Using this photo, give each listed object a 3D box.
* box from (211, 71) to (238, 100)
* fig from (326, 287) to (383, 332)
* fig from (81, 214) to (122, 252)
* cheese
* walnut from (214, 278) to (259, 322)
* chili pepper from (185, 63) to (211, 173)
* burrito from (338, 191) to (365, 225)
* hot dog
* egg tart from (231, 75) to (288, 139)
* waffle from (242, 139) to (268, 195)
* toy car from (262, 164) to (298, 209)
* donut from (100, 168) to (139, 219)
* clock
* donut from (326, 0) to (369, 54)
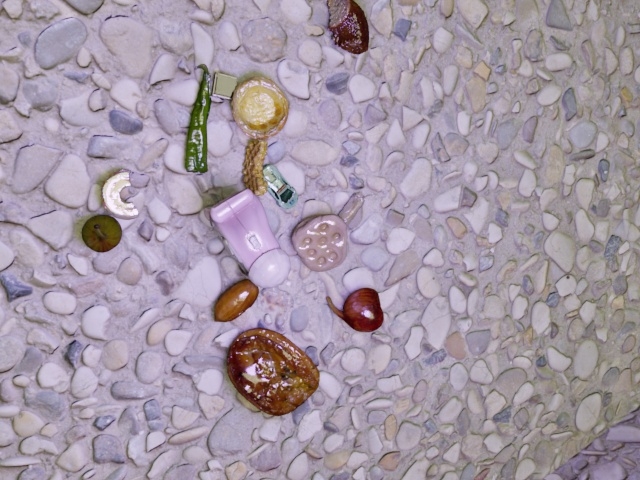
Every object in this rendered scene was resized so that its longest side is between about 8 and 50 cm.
[{"bbox_3d":[-0.329,-0.522,1.803,0.079,0.035,0.084,7,96,-22],"label":"box"},{"bbox_3d":[0.141,0.282,2.070,0.207,0.175,0.175,-14,105,-3],"label":"fig"},{"bbox_3d":[-0.682,-0.024,1.651,0.124,0.236,0.125,1,89,-23],"label":"fig"},{"bbox_3d":[0.000,0.000,1.963,0.217,0.117,0.235,21,109,-13],"label":"cheese"},{"bbox_3d":[-0.307,0.223,1.905,0.207,0.116,0.116,-44,111,-2],"label":"walnut"},{"bbox_3d":[-0.408,-0.405,1.774,0.084,0.076,0.360,-4,106,-39],"label":"chili pepper"},{"bbox_3d":[0.110,-0.107,2.039,0.058,0.045,0.188,37,85,-23],"label":"burrito"},{"bbox_3d":[-0.172,0.491,1.970,0.267,0.174,0.387,-47,113,-5],"label":"hot dog"},{"bbox_3d":[-0.212,-0.455,1.831,0.212,0.090,0.213,-3,99,-22],"label":"egg tart"},{"bbox_3d":[-0.219,-0.250,1.836,0.051,0.149,0.194,2,99,-38],"label":"waffle"},{"bbox_3d":[-0.149,-0.193,1.919,0.093,0.058,0.186,-44,111,-10],"label":"toy car"},{"bbox_3d":[-0.662,-0.147,1.727,0.108,0.065,0.166,-11,105,-23],"label":"donut"},{"bbox_3d":[-0.240,0.000,1.778,0.183,0.342,0.326,-29,100,-8],"label":"clock"},{"bbox_3d":[0.107,-0.773,1.883,0.144,0.126,0.187,-3,101,-27],"label":"donut"}]
